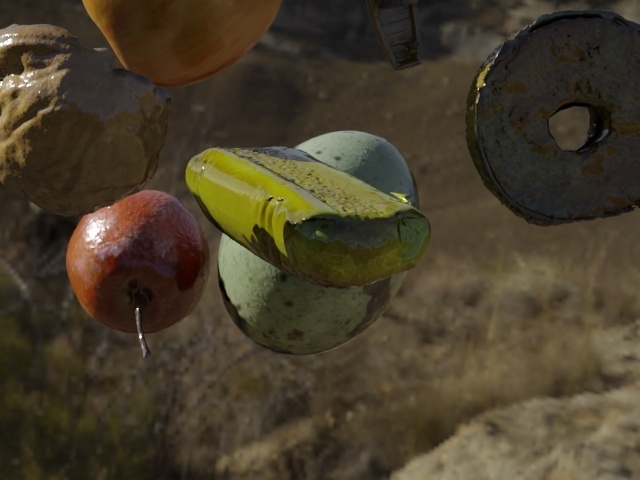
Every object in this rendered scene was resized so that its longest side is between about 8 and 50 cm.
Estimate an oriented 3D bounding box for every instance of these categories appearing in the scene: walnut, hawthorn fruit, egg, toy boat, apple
[{"bbox_3d":[-0.256,-0.107,1.501,0.204,0.141,0.238,5,-30,34],"label":"walnut"},{"bbox_3d":[-0.282,0.031,2.319,0.231,0.235,0.263,-30,10,-27],"label":"hawthorn fruit"},{"bbox_3d":[0.000,0.000,2.269,0.288,0.379,0.287,24,-19,9],"label":"egg"},{"bbox_3d":[0.083,-0.321,1.796,0.068,0.226,0.088,-17,14,-11],"label":"toy boat"},{"bbox_3d":[-0.172,-0.327,1.816,0.241,0.242,0.242,-32,17,4],"label":"apple"}]

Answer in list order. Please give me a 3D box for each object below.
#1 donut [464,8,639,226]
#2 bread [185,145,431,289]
[{"bbox_3d":[0.288,-0.140,1.714,0.272,0.272,0.107,4,0,-18],"label":"donut"},{"bbox_3d":[-0.023,-0.025,1.648,0.166,0.112,0.383,-2,15,-26],"label":"bread"}]
